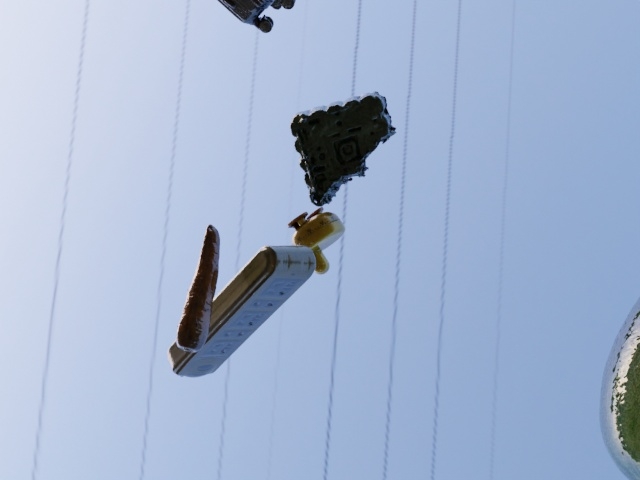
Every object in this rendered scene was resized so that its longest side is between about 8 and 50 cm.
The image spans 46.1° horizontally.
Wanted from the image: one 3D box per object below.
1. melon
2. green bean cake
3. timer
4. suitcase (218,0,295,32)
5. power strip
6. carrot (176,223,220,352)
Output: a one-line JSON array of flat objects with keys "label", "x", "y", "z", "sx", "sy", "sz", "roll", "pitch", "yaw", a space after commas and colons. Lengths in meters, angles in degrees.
[{"label": "melon", "x": 0.387, "y": 0.121, "z": 0.744, "sx": 0.182, "sy": 0.182, "sz": 0.287, "roll": 24, "pitch": -104, "yaw": 29}, {"label": "green bean cake", "x": 0.054, "y": -0.184, "z": 1.495, "sx": 0.209, "sy": 0.107, "sz": 0.193, "roll": -16, "pitch": -82, "yaw": 6}, {"label": "timer", "x": 0.000, "y": 0.000, "z": 1.421, "sx": 0.107, "sy": 0.107, "sz": 0.109, "roll": -37, "pitch": -101, "yaw": 17}, {"label": "suitcase", "x": -0.180, "y": -0.570, "z": 1.481, "sx": 0.128, "sy": 0.312, "sz": 0.202, "roll": -41, "pitch": -158, "yaw": 29}, {"label": "power strip", "x": -0.143, "y": 0.129, "z": 1.200, "sx": 0.387, "sy": 0.092, "sz": 0.066, "roll": -45, "pitch": -125, "yaw": 39}, {"label": "carrot", "x": -0.169, "y": 0.068, "z": 1.085, "sx": 0.047, "sy": 0.047, "sz": 0.191, "roll": -1, "pitch": -114, "yaw": 27}]
